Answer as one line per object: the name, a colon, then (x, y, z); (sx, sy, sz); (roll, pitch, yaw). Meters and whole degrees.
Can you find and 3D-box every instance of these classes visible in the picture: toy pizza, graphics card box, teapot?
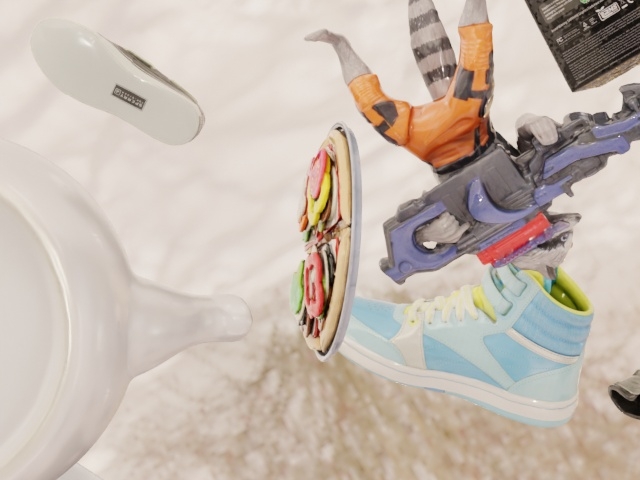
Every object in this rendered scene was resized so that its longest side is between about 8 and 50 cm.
toy pizza: (0.000, 0.000, 1.307); (0.032, 0.201, 0.201); (4, 155, -10)
graphics card box: (0.316, -0.386, 1.814); (0.233, 0.371, 0.094); (-31, 171, 34)
teapot: (-0.225, 0.047, 0.992); (0.252, 0.256, 0.187); (-44, 175, 10)

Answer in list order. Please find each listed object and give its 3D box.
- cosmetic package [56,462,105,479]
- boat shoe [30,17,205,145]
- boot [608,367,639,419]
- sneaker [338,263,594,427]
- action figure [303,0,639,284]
cosmetic package: (-0.117, 0.301, 1.181); (0.097, 0.377, 0.284); (-52, 161, -27)
boat shoe: (-0.230, -0.181, 1.789); (0.078, 0.219, 0.070); (-55, -177, 14)
boot: (0.429, 0.139, 1.603); (0.246, 0.083, 0.161); (-2, -147, 47)
sneaker: (0.171, 0.075, 1.837); (0.127, 0.319, 0.208); (-64, 170, -63)
action figure: (0.187, -0.120, 1.587); (0.341, 0.330, 0.178); (-24, -167, 14)
